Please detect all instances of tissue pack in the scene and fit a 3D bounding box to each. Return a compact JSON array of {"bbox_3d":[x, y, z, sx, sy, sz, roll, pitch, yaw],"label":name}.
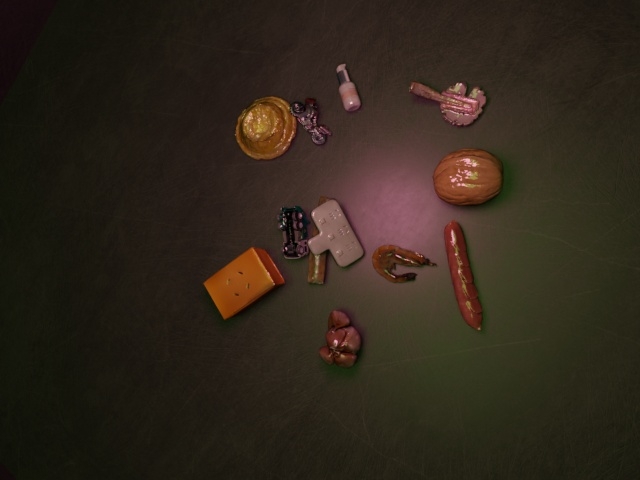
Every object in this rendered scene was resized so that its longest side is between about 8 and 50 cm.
[{"bbox_3d":[-0.325,0.181,2.043,0.274,0.145,0.195,-34,81,11],"label":"tissue pack"}]

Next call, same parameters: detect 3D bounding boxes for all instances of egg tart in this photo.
[{"bbox_3d":[-0.247,-0.496,2.065,0.289,0.115,0.291,-1,86,16],"label":"egg tart"}]

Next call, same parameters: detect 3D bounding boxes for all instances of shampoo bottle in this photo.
[{"bbox_3d":[0.109,-0.638,1.989,0.073,0.074,0.192,-20,83,14],"label":"shampoo bottle"}]

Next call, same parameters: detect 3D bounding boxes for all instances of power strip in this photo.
[{"bbox_3d":[0.038,-0.012,1.931,0.193,0.059,0.265,-30,96,-10],"label":"power strip"}]

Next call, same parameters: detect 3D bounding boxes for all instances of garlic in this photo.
[{"bbox_3d":[0.090,0.402,1.914,0.160,0.191,0.214,22,82,-9],"label":"garlic"}]

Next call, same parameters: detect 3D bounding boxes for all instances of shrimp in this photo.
[{"bbox_3d":[0.324,0.104,1.906,0.254,0.059,0.145,20,96,16],"label":"shrimp"}]

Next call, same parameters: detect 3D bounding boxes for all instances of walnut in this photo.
[{"bbox_3d":[0.548,-0.234,1.781,0.260,0.225,0.225,4,89,28],"label":"walnut"}]

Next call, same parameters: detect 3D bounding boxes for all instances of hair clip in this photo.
[{"bbox_3d":[0.494,-0.558,1.878,0.300,0.069,0.173,21,95,5],"label":"hair clip"}]

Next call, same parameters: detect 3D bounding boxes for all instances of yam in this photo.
[{"bbox_3d":[0.000,0.000,1.994,0.083,0.083,0.372,6,88,16],"label":"yam"}]

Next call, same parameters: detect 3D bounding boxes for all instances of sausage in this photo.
[{"bbox_3d":[0.545,0.134,1.831,0.087,0.088,0.434,-13,84,15],"label":"sausage"}]

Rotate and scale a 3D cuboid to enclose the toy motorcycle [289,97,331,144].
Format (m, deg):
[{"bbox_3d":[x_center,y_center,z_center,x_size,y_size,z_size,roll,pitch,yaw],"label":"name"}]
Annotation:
[{"bbox_3d":[-0.031,-0.513,2.022,0.122,0.082,0.213,-38,93,0],"label":"toy motorcycle"}]

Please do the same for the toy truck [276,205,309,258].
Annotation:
[{"bbox_3d":[-0.102,-0.037,2.000,0.110,0.116,0.216,-3,95,33],"label":"toy truck"}]
